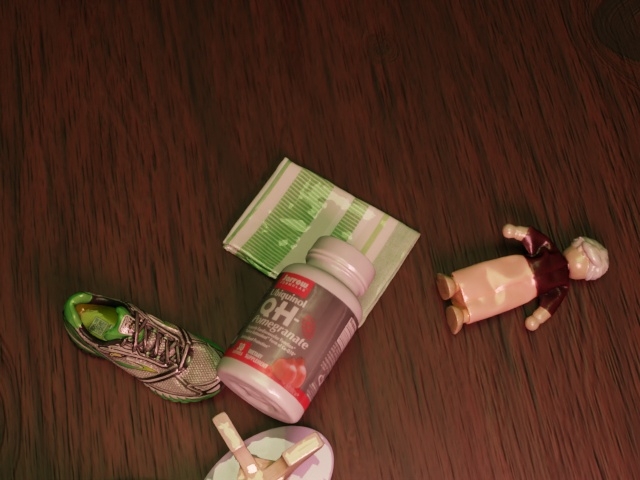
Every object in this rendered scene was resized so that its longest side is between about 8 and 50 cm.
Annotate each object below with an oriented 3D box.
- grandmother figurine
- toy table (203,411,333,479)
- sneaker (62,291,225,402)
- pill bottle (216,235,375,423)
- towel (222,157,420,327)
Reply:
[{"bbox_3d":[0.402,0.066,1.730,0.342,0.104,0.208,-14,97,-9],"label":"grandmother figurine"},{"bbox_3d":[-0.103,0.420,1.549,0.274,0.161,0.252,-43,75,-14],"label":"toy table"},{"bbox_3d":[-0.327,0.198,1.640,0.343,0.146,0.134,19,70,6],"label":"sneaker"},{"bbox_3d":[-0.033,0.154,1.608,0.176,0.176,0.319,30,68,10],"label":"pill bottle"},{"bbox_3d":[0.000,0.000,1.778,0.324,0.038,0.248,31,71,11],"label":"towel"}]
